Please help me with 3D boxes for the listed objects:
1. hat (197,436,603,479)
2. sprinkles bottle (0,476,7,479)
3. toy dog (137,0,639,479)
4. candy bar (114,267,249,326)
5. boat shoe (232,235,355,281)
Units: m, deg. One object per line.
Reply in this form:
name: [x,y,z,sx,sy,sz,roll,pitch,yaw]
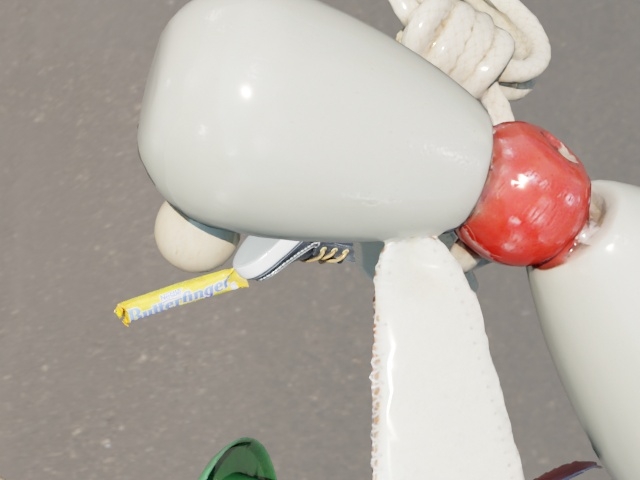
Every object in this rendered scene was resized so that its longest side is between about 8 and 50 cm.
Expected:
hat: [0.033,0.188,0.608,0.173,0.184,0.208,54,45,-67]
sprinkles bottle: [-0.331,0.348,1.175,0.121,0.355,0.121,-5,108,-17]
toy dog: [0.082,0.048,0.427,0.334,0.161,0.220,35,27,-1]
candy bar: [-0.164,0.065,1.453,0.162,0.040,0.018,-18,51,0]
boat shoe: [0.000,0.000,1.143,0.183,0.065,0.083,-44,114,-35]
